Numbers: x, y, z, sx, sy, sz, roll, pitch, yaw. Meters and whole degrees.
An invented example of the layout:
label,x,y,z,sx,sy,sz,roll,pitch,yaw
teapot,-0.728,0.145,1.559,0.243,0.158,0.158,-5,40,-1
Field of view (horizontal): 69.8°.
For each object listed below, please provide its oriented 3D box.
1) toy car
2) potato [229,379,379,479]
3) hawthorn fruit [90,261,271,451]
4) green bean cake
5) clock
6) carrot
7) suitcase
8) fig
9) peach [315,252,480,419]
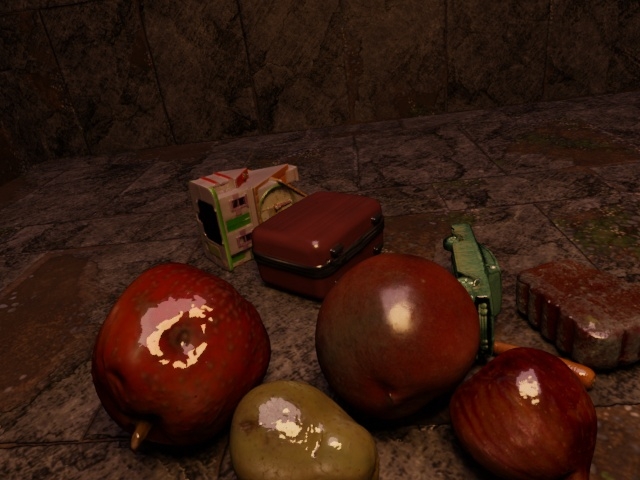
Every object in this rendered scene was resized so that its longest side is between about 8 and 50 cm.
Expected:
label,x,y,z,sx,sy,sz,roll,pitch,yaw
toy car,0.290,0.078,0.878,0.097,0.141,0.320,-4,22,13
potato,-0.017,0.270,0.605,0.194,0.157,0.157,6,30,22
hawthorn fruit,-0.218,0.184,0.717,0.275,0.275,0.299,1,39,17
green bean cake,0.482,0.121,0.814,0.199,0.097,0.232,-16,27,-12
clock,-0.173,-0.092,1.265,0.309,0.235,0.166,-27,34,-34
carrot,0.354,0.200,0.769,0.190,0.037,0.037,14,34,43
suitcase,0.000,0.000,1.116,0.236,0.161,0.297,13,34,35
fig,0.276,0.246,0.578,0.175,0.175,0.207,-18,43,-19
peach,0.109,0.146,0.702,0.252,0.252,0.252,-6,27,3
